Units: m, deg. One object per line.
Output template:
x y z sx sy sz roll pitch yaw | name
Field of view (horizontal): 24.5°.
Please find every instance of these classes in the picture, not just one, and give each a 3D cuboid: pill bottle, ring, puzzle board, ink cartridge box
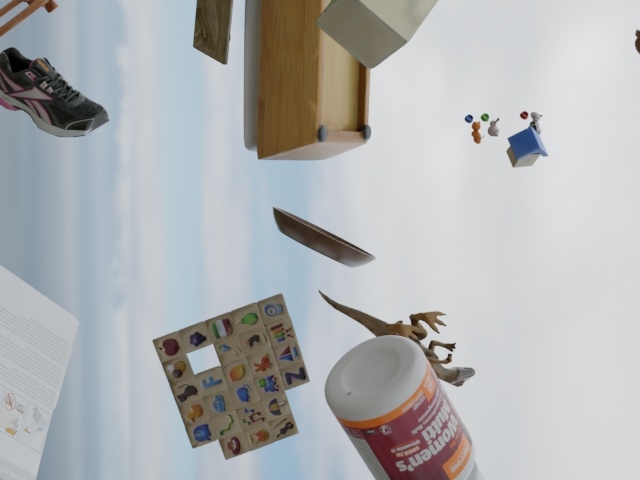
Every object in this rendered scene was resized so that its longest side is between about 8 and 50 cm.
0.102 0.222 1.660 0.221 0.121 0.121 59 9 -32 | pill bottle
-0.534 -0.368 2.509 0.032 0.337 0.336 55 3 -19 | ring
-0.143 -0.313 2.002 0.096 0.011 0.128 35 -56 52 | puzzle board
-0.412 0.154 1.778 0.275 0.060 0.238 46 50 -54 | ink cartridge box

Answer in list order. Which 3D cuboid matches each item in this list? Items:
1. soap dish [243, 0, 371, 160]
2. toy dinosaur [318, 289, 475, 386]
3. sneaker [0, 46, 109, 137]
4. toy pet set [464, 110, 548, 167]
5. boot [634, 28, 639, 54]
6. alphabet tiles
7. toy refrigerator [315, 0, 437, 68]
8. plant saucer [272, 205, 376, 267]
-0.012 -0.255 2.044 0.229 0.118 0.290 -7 100 -66 | soap dish
0.090 0.115 1.743 0.064 0.211 0.112 -57 -178 -33 | toy dinosaur
-0.354 -0.194 1.896 0.072 0.178 0.077 -47 152 -46 | sneaker
0.317 -0.180 2.407 0.065 0.122 0.114 120 -43 -54 | toy pet set
0.528 -0.155 2.072 0.220 0.283 0.109 -63 172 23 | boot
-0.117 0.208 2.153 0.009 0.198 0.237 -122 -167 -61 | alphabet tiles
0.110 -0.331 1.657 0.269 0.094 0.102 -56 -168 -22 | toy refrigerator
0.000 0.000 2.508 0.036 0.199 0.198 -63 -169 3 | plant saucer
